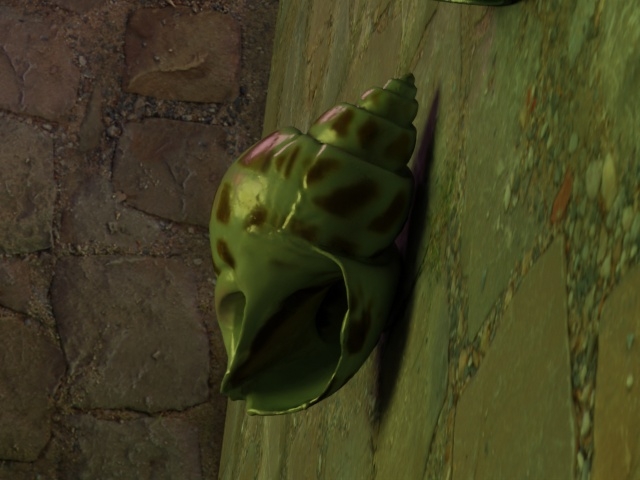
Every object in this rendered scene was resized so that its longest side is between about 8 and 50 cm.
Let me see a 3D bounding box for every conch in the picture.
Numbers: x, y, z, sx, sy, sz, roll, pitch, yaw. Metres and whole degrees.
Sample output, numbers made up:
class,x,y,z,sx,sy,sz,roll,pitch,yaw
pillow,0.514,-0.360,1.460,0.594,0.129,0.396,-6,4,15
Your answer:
class,x,y,z,sx,sy,sz,roll,pitch,yaw
conch,0.000,0.001,1.651,0.249,0.197,0.368,42,128,34

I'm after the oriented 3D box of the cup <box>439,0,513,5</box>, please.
class,x,y,z,sx,sy,sz,roll,pitch,yaw
cup,0.097,-0.377,1.361,0.257,0.331,0.311,16,96,48
